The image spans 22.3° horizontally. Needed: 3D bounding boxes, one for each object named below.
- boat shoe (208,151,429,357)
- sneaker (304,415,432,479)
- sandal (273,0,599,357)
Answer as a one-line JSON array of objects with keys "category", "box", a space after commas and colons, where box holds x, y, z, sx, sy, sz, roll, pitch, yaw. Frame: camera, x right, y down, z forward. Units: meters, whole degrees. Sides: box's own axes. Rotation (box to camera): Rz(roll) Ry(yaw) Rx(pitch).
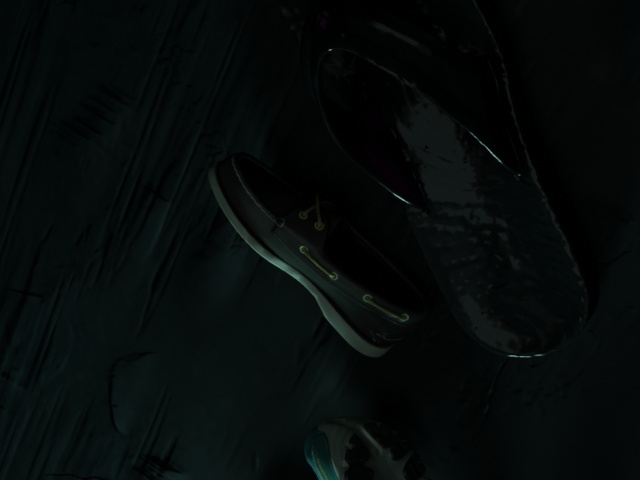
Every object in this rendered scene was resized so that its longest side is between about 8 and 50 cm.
[{"category": "boat shoe", "box": [0.000, 0.000, 1.420, 0.228, 0.081, 0.068, 45, 124, -8]}, {"category": "sneaker", "box": [0.074, 0.279, 1.525, 0.110, 0.107, 0.275, -4, 116, 57]}, {"category": "sandal", "box": [0.086, -0.095, 1.304, 0.167, 0.107, 0.446, -25, 100, 35]}]
